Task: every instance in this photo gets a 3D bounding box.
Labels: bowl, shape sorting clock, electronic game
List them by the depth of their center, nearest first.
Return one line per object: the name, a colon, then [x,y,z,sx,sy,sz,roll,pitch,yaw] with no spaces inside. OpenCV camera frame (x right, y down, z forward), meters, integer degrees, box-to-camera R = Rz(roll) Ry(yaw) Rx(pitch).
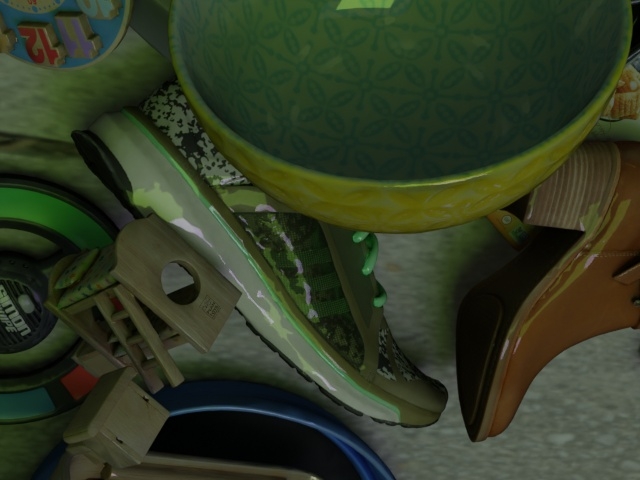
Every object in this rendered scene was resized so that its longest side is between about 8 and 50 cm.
bowl: [0.052,-0.105,0.791,0.290,0.289,0.156,-14,146,-5]
shape sorting clock: [-0.217,-0.206,0.807,0.206,0.040,0.206,21,141,18]
electronic game: [-0.262,0.053,0.970,0.229,0.048,0.229,-4,114,-10]
bowl: [-0.106,0.305,1.097,0.391,0.077,0.391,-5,114,-10]

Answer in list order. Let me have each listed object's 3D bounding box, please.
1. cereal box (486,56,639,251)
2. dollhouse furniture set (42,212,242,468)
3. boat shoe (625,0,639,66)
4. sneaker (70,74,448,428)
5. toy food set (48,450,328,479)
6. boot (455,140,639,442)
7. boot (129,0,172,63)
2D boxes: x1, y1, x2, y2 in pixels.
cereal box: [0.206,-0.128,0.985,0.240,0.047,0.173,-41,114,8]
dollhouse furniture set: [-0.178,0.085,0.853,0.101,0.161,0.182,44,141,-20]
boat shoe: [0.148,-0.129,0.905,0.255,0.079,0.095,-21,111,0]
sneaker: [0.000,0.000,0.956,0.182,0.158,0.410,-46,118,-2]
toy food set: [-0.128,0.289,0.950,0.306,0.092,0.219,16,111,-41]
boot: [0.241,0.053,1.000,0.220,0.109,0.283,8,103,-15]
boot: [-0.136,-0.245,0.854,0.258,0.095,0.123,43,68,-11]
